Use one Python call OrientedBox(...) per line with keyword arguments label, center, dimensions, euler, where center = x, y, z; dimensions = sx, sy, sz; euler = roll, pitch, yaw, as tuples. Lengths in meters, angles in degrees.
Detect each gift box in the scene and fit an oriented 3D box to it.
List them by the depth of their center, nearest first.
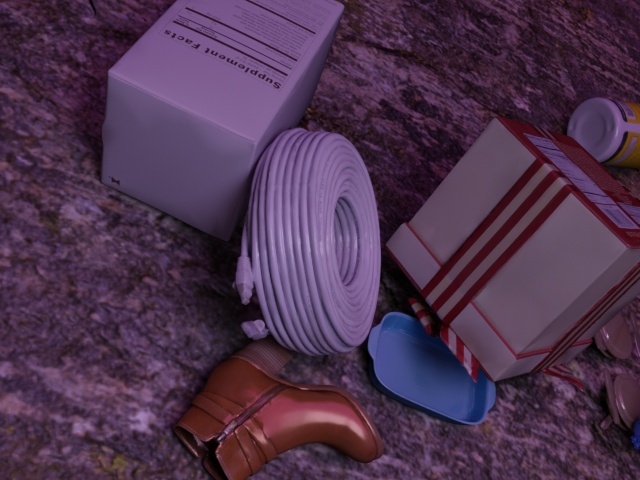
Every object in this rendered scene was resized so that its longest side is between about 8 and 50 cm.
OrientedBox(label="gift box", center=(0.262, 0.035, 0.919), dimensions=(0.255, 0.258, 0.276), euler=(5, 42, -45))

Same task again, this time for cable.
OrientedBox(label="cable", center=(0.000, 0.000, 0.834), dimensions=(0.257, 0.089, 0.257), euler=(37, 52, -64))

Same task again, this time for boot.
OrientedBox(label="boot", center=(-0.043, 0.206, 0.778), dimensions=(0.197, 0.073, 0.152), euler=(36, 46, 11))

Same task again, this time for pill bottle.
OrientedBox(label="pill bottle", center=(0.570, -0.195, 1.375), dimensions=(0.208, 0.119, 0.119), euler=(1, 60, -30))

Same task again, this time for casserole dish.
OrientedBox(label="casserole dish", center=(0.134, 0.165, 0.931), dimensions=(0.188, 0.037, 0.114), euler=(26, 50, -15))

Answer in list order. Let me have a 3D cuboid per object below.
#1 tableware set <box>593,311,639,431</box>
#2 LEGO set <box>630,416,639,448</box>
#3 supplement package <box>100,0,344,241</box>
OrientedBox(label="tableware set", center=(0.434, 0.189, 1.096), dimensions=(0.128, 0.039, 0.194), euler=(17, 58, -35))
OrientedBox(label="LEGO set", center=(0.468, 0.318, 0.991), dimensions=(0.093, 0.087, 0.227), euler=(-26, 94, -32))
OrientedBox(label="supplement package", center=(-0.115, -0.181, 0.901), dimensions=(0.175, 0.178, 0.293), euler=(25, 50, 1))
